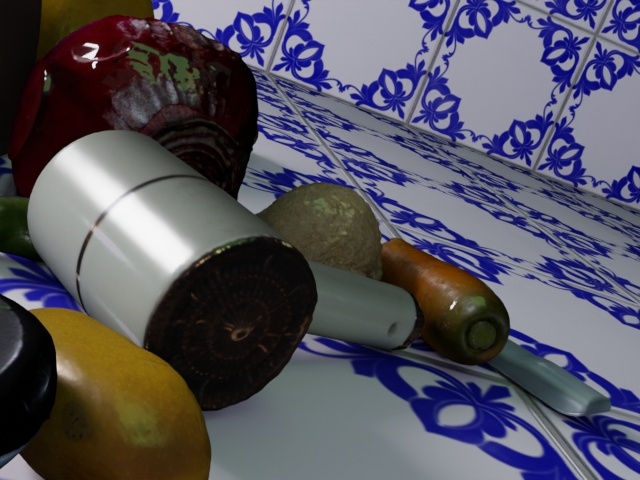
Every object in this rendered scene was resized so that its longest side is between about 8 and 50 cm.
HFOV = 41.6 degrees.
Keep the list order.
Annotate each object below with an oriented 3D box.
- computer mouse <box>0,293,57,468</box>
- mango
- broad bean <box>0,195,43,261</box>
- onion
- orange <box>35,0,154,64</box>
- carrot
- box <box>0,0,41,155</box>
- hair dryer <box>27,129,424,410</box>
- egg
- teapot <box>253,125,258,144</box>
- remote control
[{"bbox_3d":[-0.227,0.057,0.332,0.233,0.096,0.137,14,11,-14],"label":"computer mouse"},{"bbox_3d":[-0.119,0.081,0.438,0.098,0.075,0.190,30,2,-41],"label":"mango"},{"bbox_3d":[-0.239,-0.012,0.654,0.195,0.046,0.061,12,20,-28],"label":"broad bean"},{"bbox_3d":[-0.182,-0.115,0.804,0.206,0.207,0.216,16,10,-34],"label":"onion"},{"bbox_3d":[-0.343,-0.279,1.080,0.279,0.235,0.279,20,23,-9],"label":"orange"},{"bbox_3d":[0.118,0.059,0.849,0.087,0.087,0.193,15,12,-24],"label":"carrot"},{"bbox_3d":[-0.428,-0.231,0.833,0.300,0.216,0.301,19,14,-5],"label":"box"},{"bbox_3d":[-0.029,0.039,0.668,0.362,0.128,0.203,18,12,-46],"label":"hair dryer"},{"bbox_3d":[0.000,0.000,0.838,0.140,0.118,0.116,2,-20,-30],"label":"egg"},{"bbox_3d":[-0.158,-0.177,1.314,0.129,0.078,0.098,19,-29,26],"label":"teapot"},{"bbox_3d":[0.208,0.126,0.838,0.061,0.029,0.162,8,20,-47],"label":"remote control"}]
